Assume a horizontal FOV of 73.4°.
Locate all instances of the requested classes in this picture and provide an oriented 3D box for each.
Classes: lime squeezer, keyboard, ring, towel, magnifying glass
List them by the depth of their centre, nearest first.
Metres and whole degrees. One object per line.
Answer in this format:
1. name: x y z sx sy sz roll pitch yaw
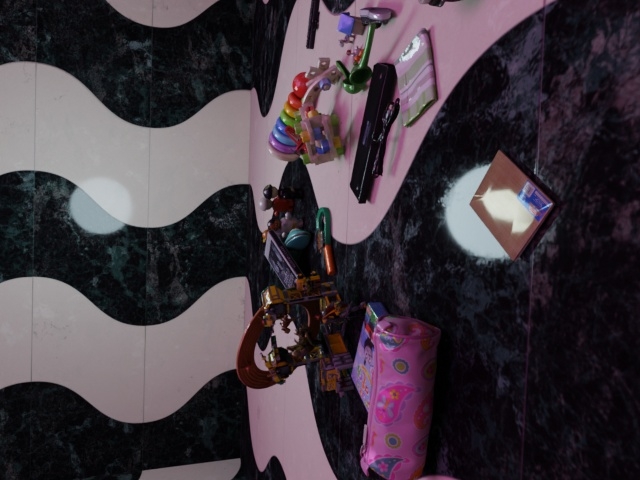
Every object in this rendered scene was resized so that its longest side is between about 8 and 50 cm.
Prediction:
1. towel: 0.181 -0.312 0.833 0.113 0.023 0.152 139 130 -68
2. keyboard: 0.126 -0.236 0.988 0.201 0.033 0.317 -107 23 -61
3. lime squeezer: 0.093 -0.423 1.052 0.310 0.058 0.110 -142 59 -77
4. ring: -0.103 0.290 1.258 0.032 0.336 0.337 26 118 37
5. magnifying glass: 0.019 -0.001 1.324 0.092 0.026 0.231 117 151 -54
6. keyboard: -0.028 -0.781 1.533 0.108 0.023 0.180 -124 38 -61

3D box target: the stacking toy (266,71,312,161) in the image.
1. stacking toy: -0.097 -0.454 1.558 0.330 0.141 0.141 115 151 -44

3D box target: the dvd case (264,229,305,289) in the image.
1. dvd case: -0.134 0.098 1.603 0.239 0.029 0.179 55 154 21

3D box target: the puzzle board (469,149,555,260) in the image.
1. puzzle board: 0.258 -0.050 0.589 0.128 0.011 0.096 -109 28 -46

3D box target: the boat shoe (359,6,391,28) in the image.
1. boat shoe: 0.128 -0.512 0.991 0.142 0.049 0.040 -114 11 -56

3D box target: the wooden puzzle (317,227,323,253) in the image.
1. wooden puzzle: 0.000 0.000 1.330 0.049 0.006 0.083 137 133 -67

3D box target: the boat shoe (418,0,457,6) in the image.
1. boat shoe: 0.202 -0.523 0.709 0.112 0.095 0.335 101 170 -70

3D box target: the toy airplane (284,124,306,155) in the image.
1. toy airplane: -0.044 -0.344 1.393 0.028 0.151 0.151 -126 41 -59

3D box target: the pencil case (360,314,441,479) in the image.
1. pencil case: 0.139 0.279 0.762 0.124 0.124 0.284 -148 62 -70

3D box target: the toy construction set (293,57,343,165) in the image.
1. toy construction set: -0.012 -0.355 1.237 0.215 0.151 0.328 73 -163 -62

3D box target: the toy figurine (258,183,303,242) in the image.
1. toy figurine: -0.163 -0.103 1.696 0.213 0.148 0.210 143 127 -67

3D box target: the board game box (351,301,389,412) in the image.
1. board game box: 0.126 0.267 0.933 0.160 0.039 0.212 -122 37 -60

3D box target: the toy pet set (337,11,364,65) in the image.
1. toy pet set: 0.072 -0.525 1.123 0.122 0.065 0.114 -108 26 -46

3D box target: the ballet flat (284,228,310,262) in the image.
1. ballet flat: -0.097 0.007 1.589 0.247 0.083 0.087 119 153 -55

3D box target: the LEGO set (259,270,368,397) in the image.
1. LEGO set: -0.027 0.266 1.083 0.192 0.254 0.331 -116 29 -56
